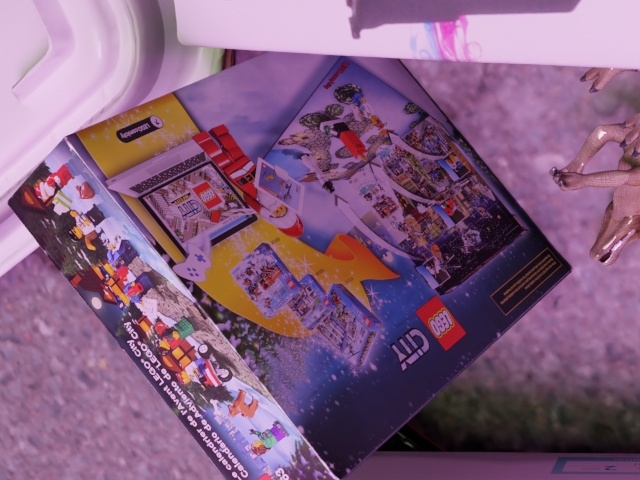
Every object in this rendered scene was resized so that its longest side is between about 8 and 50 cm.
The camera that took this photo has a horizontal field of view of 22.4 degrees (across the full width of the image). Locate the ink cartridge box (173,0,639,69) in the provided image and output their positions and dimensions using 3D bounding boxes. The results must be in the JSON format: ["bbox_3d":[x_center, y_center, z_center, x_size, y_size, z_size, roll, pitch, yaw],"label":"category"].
[{"bbox_3d":[0.090,-0.185,0.613,0.306,0.131,0.226,5,111,28],"label":"ink cartridge box"}]

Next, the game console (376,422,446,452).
[{"bbox_3d":[0.039,0.174,0.806,0.144,0.085,0.124,36,135,14],"label":"game console"}]

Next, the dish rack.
[{"bbox_3d":[-0.212,-0.125,0.813,0.333,0.072,0.285,-33,80,41],"label":"dish rack"}]

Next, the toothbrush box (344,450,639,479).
[{"bbox_3d":[0.088,0.250,0.724,0.216,0.126,0.295,-3,97,15],"label":"toothbrush box"}]

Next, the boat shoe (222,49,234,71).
[{"bbox_3d":[-0.075,-0.096,0.788,0.064,0.060,0.178,34,123,15],"label":"boat shoe"}]

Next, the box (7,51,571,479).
[{"bbox_3d":[0.000,0.000,0.674,0.044,0.233,0.159,-41,85,34],"label":"box"}]

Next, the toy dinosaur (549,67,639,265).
[{"bbox_3d":[0.154,-0.049,0.656,0.183,0.092,0.053,-37,52,48],"label":"toy dinosaur"}]
